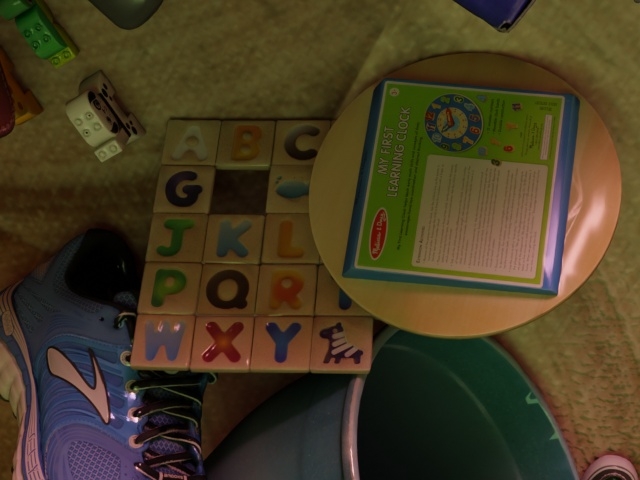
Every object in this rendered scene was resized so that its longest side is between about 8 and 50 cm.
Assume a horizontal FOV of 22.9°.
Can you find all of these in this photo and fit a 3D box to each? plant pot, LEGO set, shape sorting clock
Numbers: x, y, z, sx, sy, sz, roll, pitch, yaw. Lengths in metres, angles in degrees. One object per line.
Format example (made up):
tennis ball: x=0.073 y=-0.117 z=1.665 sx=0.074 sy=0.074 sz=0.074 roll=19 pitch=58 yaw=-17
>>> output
plant pot: x=0.018 y=0.219 z=1.140 sx=0.255 sy=0.272 sz=0.272 roll=-25 pitch=112 yaw=36
LEGO set: x=-0.225 y=-0.127 z=1.072 sx=0.087 sy=0.093 sz=0.227 roll=-27 pitch=111 yaw=20
shape sorting clock: x=0.094 y=-0.031 z=1.039 sx=0.206 sy=0.206 sz=0.040 roll=1 pitch=157 yaw=7

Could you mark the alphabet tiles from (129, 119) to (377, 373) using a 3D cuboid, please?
alphabet tiles: x=0.000 y=0.000 z=1.062 sx=0.237 sy=0.198 sz=0.009 roll=0 pitch=148 yaw=8

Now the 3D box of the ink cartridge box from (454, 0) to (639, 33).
ink cartridge box: x=0.033 y=-0.280 z=0.857 sx=0.395 sy=0.270 sz=0.151 roll=30 pitch=119 yaw=-7

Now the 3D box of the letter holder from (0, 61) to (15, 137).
letter holder: x=-0.301 y=-0.181 z=0.955 sx=0.152 sy=0.214 sz=0.302 roll=-19 pitch=98 yaw=25

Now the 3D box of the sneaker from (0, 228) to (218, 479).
sneaker: x=-0.133 y=0.110 z=1.075 sx=0.147 sy=0.330 sz=0.129 roll=-47 pitch=138 yaw=16

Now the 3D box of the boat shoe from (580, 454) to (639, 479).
boat shoe: x=0.218 y=0.233 z=1.229 sx=0.049 sy=0.040 sz=0.142 roll=10 pitch=118 yaw=3

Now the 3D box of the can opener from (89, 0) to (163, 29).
can opener: x=-0.198 y=-0.255 z=1.013 sx=0.093 sy=0.074 sz=0.280 roll=-37 pitch=107 yaw=22
